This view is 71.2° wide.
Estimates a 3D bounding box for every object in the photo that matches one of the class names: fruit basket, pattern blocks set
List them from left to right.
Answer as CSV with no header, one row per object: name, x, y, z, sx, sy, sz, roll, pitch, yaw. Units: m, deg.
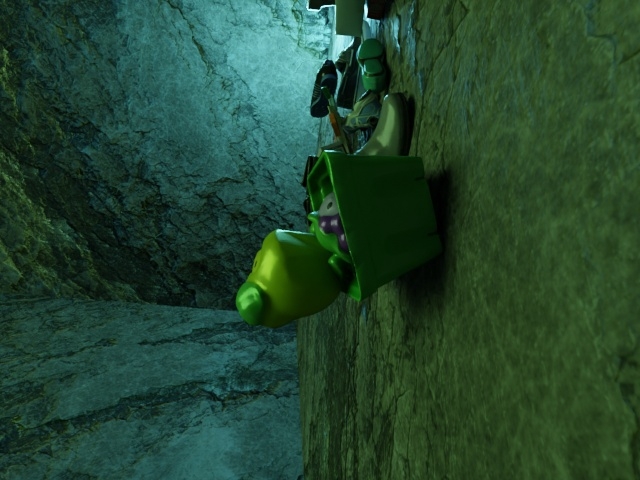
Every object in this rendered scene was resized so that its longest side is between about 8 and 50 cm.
fruit basket,0.000,0.000,0.849,0.392,0.391,0.283,-177,74,-84
pattern blocks set,0.074,-0.340,1.463,0.285,0.026,0.325,-38,-70,-79

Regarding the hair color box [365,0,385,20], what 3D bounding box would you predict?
hair color box,0.182,-0.795,1.399,0.167,0.053,0.093,104,171,-47

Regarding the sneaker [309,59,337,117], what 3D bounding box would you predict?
sneaker,0.014,-0.532,1.583,0.232,0.081,0.091,126,146,-64

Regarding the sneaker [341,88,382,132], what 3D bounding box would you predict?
sneaker,0.123,-0.356,1.314,0.080,0.081,0.211,-46,3,-13

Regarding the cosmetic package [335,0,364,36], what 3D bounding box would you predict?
cosmetic package,0.106,-0.866,1.338,0.284,0.097,0.378,76,-159,-74

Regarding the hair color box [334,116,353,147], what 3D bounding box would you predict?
hair color box,0.093,-0.409,1.751,0.043,0.071,0.141,127,147,-78

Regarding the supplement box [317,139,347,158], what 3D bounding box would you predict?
supplement box,0.067,-0.156,1.318,0.130,0.073,0.240,133,115,-78

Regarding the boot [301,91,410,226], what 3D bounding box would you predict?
boot,0.074,-0.180,1.040,0.118,0.222,0.338,-102,19,-72

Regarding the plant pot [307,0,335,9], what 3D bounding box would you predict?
plant pot,0.071,-1.074,1.836,0.263,0.229,0.263,-174,90,-83

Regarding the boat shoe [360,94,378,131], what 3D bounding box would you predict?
boat shoe,0.148,-0.395,1.380,0.043,0.049,0.137,-95,17,-49

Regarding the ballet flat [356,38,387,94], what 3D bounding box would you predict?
ballet flat,0.151,-0.507,1.319,0.087,0.083,0.247,82,-173,-45

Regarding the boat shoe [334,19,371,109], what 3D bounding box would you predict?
boat shoe,0.110,-0.626,1.580,0.121,0.119,0.335,128,147,-78
